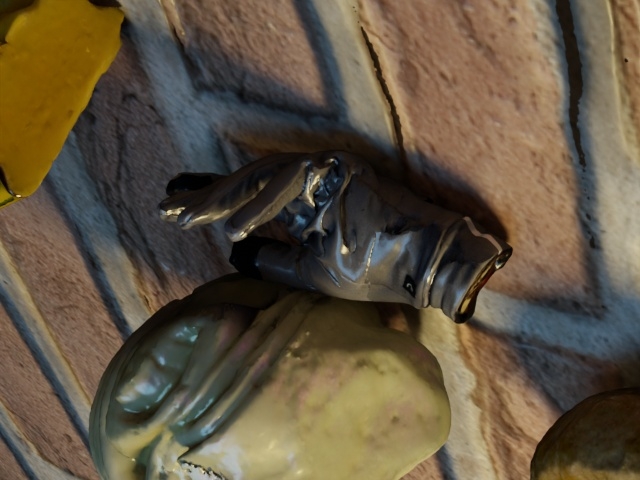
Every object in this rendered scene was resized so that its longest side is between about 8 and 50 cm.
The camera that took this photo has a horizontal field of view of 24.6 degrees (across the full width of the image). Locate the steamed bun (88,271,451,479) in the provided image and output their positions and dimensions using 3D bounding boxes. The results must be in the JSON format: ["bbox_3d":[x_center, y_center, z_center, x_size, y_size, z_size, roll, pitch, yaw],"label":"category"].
[{"bbox_3d":[-0.064,0.130,1.258,0.320,0.275,0.206,-27,108,15],"label":"steamed bun"}]

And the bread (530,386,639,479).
[{"bbox_3d":[0.279,0.199,1.163,0.230,0.123,0.230,26,153,15],"label":"bread"}]

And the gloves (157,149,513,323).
[{"bbox_3d":[0.008,-0.004,1.170,0.285,0.119,0.142,14,133,9],"label":"gloves"}]

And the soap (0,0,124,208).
[{"bbox_3d":[-0.304,-0.104,1.261,0.096,0.204,0.324,38,151,-23],"label":"soap"}]
